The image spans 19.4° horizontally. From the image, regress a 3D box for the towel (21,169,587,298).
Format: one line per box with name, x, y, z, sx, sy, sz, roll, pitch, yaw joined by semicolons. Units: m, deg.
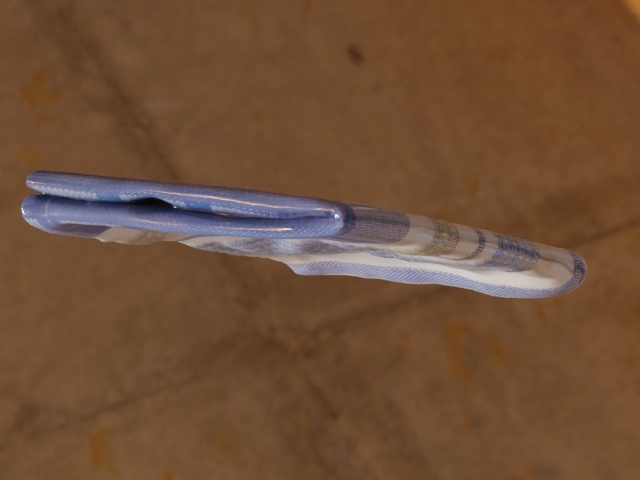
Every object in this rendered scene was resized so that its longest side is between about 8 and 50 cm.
towel;0.000;0.000;1.023;0.285;0.209;0.034;11;-95;-59
